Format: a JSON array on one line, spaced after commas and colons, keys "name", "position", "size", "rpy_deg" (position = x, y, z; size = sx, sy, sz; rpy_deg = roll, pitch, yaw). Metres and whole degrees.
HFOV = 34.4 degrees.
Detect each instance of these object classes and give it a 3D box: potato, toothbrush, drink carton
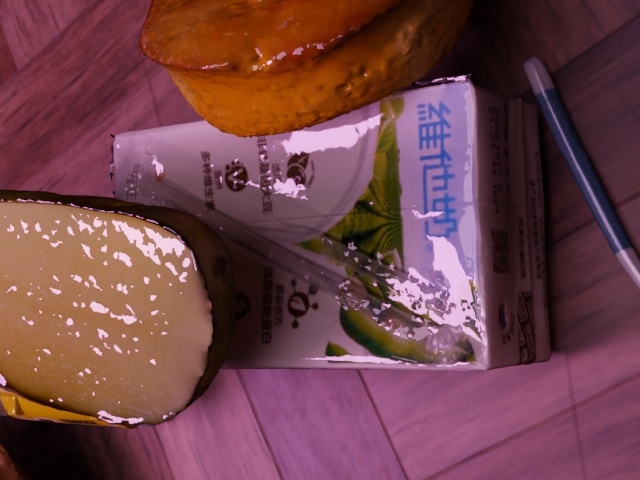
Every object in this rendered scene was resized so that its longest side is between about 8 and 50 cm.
[{"name": "potato", "position": [-0.160, 0.032, 0.748], "size": [0.272, 0.111, 0.160], "rpy_deg": [4, 111, 29]}, {"name": "toothbrush", "position": [0.202, -0.010, 0.728], "size": [0.025, 0.019, 0.275], "rpy_deg": [-34, 70, 35]}, {"name": "drink carton", "position": [-0.001, 0.000, 0.788], "size": [0.325, 0.132, 0.194], "rpy_deg": [-4, 87, 34]}]

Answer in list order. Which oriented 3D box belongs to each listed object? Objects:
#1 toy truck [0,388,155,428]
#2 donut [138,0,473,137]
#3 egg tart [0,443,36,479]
[{"name": "toy truck", "position": [-0.238, 0.121, 0.947], "size": [0.227, 0.114, 0.098], "rpy_deg": [-3, 86, 33]}, {"name": "donut", "position": [-0.008, -0.173, 0.718], "size": [0.254, 0.253, 0.118], "rpy_deg": [-2, 128, 33]}, {"name": "egg tart", "position": [-0.350, 0.312, 0.986], "size": [0.352, 0.150, 0.351], "rpy_deg": [3, 96, 33]}]
